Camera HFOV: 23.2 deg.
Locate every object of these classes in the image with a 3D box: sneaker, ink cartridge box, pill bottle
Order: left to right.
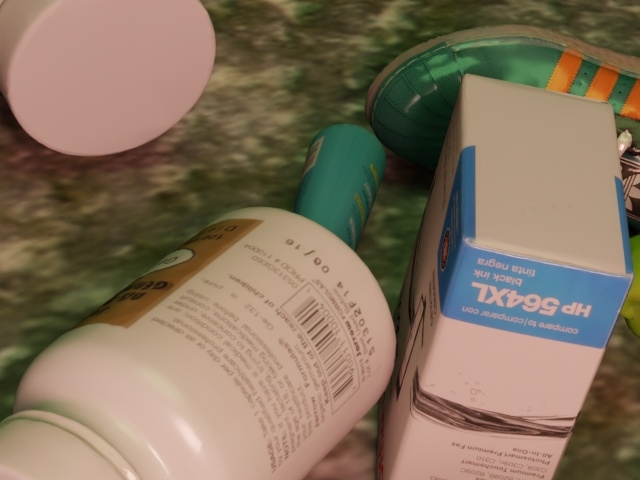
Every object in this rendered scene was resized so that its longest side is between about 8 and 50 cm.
[{"bbox_3d":[-0.182,-0.193,1.033,0.160,0.160,0.283,-6,43,-27],"label":"pill bottle"},{"bbox_3d":[-0.072,0.087,0.751,0.131,0.131,0.229,30,40,17],"label":"pill bottle"},{"bbox_3d":[0.089,0.041,0.812,0.085,0.203,0.148,11,38,-4],"label":"ink cartridge box"},{"bbox_3d":[0.183,-0.066,1.056,0.302,0.108,0.121,4,35,-18],"label":"sneaker"}]

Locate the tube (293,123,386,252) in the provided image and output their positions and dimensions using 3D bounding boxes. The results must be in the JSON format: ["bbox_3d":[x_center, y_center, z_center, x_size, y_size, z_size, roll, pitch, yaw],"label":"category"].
[{"bbox_3d":[0.000,0.000,0.938,0.052,0.080,0.207,2,33,10],"label":"tube"}]

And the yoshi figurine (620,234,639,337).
[{"bbox_3d":[0.268,0.080,0.879,0.203,0.203,0.362,-4,24,18],"label":"yoshi figurine"}]
